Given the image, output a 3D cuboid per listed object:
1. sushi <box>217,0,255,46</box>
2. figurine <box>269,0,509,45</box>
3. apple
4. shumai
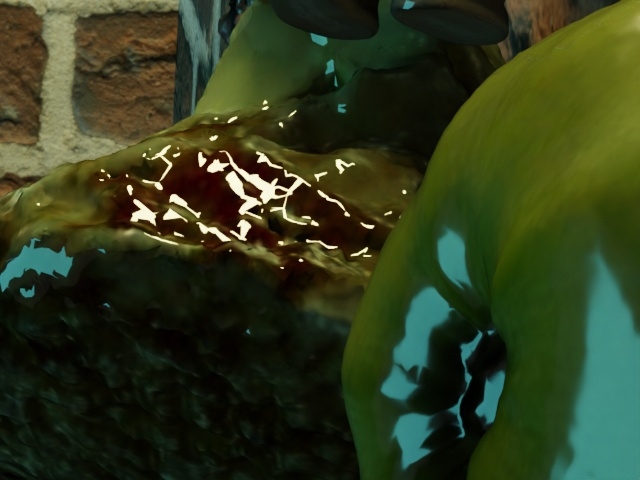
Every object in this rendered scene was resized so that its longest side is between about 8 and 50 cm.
[{"bbox_3d":[-0.007,-0.260,1.364,0.236,0.171,0.270,137,128,-75],"label":"sushi"},{"bbox_3d":[0.052,-0.296,0.903,0.248,0.203,0.380,-1,81,45],"label":"figurine"},{"bbox_3d":[0.148,0.046,0.408,0.279,0.279,0.279,180,90,-79],"label":"apple"},{"bbox_3d":[0.000,0.000,0.987,0.395,0.395,0.348,111,179,-61],"label":"shumai"}]
